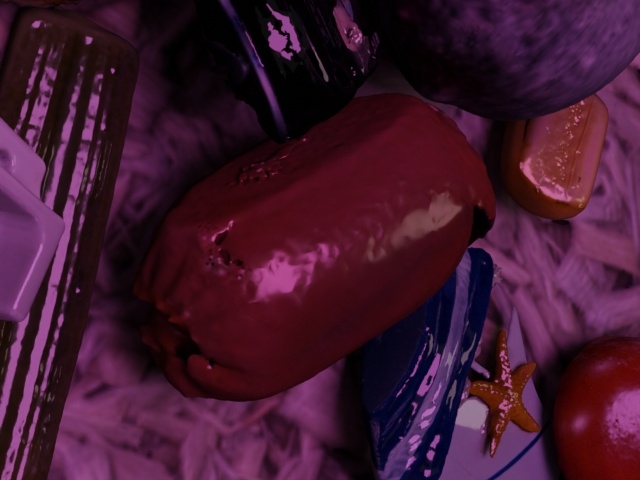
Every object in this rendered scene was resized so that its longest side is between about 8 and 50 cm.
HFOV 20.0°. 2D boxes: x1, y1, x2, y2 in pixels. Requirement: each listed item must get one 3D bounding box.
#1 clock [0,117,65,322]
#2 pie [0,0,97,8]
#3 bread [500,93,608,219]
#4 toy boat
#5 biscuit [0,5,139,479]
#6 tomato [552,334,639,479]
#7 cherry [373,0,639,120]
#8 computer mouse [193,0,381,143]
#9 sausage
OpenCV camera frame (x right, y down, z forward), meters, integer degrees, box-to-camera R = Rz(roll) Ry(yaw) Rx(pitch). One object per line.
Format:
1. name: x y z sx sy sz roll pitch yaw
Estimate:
1. clock: -0.258 0.015 0.965 0.262 0.116 0.231 -69 154 -18
2. pie: -0.174 -0.291 1.114 0.315 0.092 0.315 -1 91 -33
3. bread: 0.173 -0.071 1.391 0.082 0.056 0.115 26 63 -23
4. toy boat: 0.128 0.141 1.363 0.291 0.067 0.221 41 61 -43
5. biscuit: -0.179 0.010 1.128 0.099 0.038 0.323 19 77 -33
6. tomato: 0.252 0.143 1.404 0.159 0.091 0.139 -4 90 -50
7. cherry: 0.145 -0.222 1.267 0.255 0.218 0.296 59 46 -60
8. computer mouse: -0.029 -0.145 1.179 0.137 0.096 0.233 61 19 -12
9. sausage: 0.000 0.000 1.196 0.279 0.152 0.152 -30 106 -34
